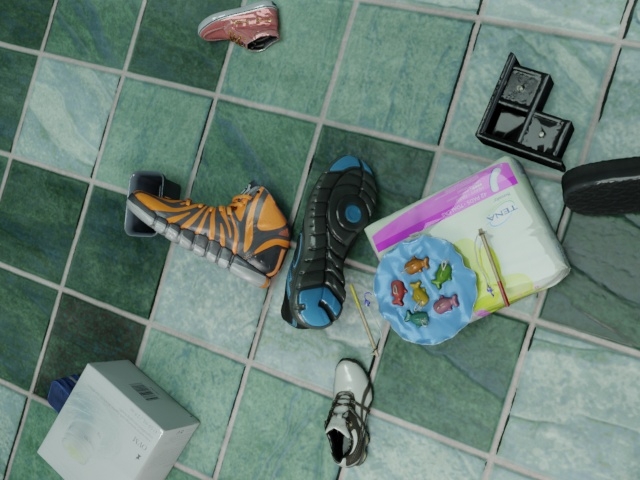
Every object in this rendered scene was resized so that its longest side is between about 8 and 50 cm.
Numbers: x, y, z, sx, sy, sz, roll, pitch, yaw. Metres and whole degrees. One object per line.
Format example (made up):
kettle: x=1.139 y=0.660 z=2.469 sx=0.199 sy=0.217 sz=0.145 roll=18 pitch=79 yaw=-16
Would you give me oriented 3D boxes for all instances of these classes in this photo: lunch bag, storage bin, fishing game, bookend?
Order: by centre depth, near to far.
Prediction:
fishing game: x=0.172 y=0.081 z=1.335 sx=0.264 sy=0.041 sz=0.189 roll=-21 pitch=80 yaw=25
bookend: x=0.373 y=-0.219 z=1.371 sx=0.157 sy=0.072 sz=0.156 roll=25 pitch=94 yaw=23
storage bin: x=-0.334 y=-0.071 z=1.646 sx=0.098 sy=0.091 sz=0.135 roll=3 pitch=87 yaw=23
lunch bag: x=-0.530 y=0.333 z=1.701 sx=0.098 sy=0.065 sz=0.067 roll=36 pitch=116 yaw=28

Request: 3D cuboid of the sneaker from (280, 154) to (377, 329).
sneaker: x=0.000 y=0.000 z=1.475 sx=0.125 sy=0.140 sz=0.340 roll=25 pitch=72 yaw=-18

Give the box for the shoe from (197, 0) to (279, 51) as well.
shoe: x=-0.167 y=-0.424 z=1.625 sx=0.178 sy=0.063 sz=0.081 roll=-13 pitch=75 yaw=17

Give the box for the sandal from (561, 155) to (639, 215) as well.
sandal: x=0.600 y=-0.129 z=1.225 sx=0.446 sy=0.167 sz=0.107 roll=-5 pitch=65 yaw=22

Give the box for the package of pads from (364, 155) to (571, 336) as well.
package of pads: x=0.254 y=0.020 z=1.381 sx=0.297 sy=0.101 sz=0.229 roll=-28 pitch=74 yaw=19

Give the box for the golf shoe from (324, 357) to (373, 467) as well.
golf shoe: x=0.049 y=0.312 z=1.444 sx=0.077 sy=0.094 sz=0.198 roll=-8 pitch=80 yaw=23

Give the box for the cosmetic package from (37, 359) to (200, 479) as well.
cosmetic package: x=-0.408 y=0.398 z=1.606 sx=0.224 sy=0.138 sz=0.224 roll=34 pitch=99 yaw=22

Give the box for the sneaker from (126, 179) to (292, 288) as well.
sneaker: x=-0.202 y=-0.054 z=1.549 sx=0.321 sy=0.124 sz=0.180 roll=29 pitch=86 yaw=-10
